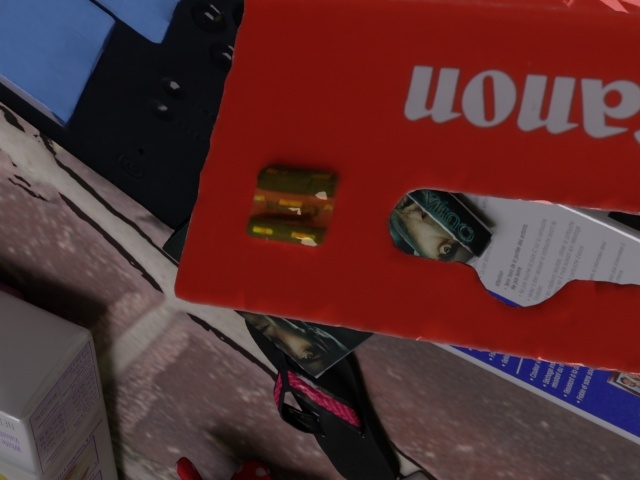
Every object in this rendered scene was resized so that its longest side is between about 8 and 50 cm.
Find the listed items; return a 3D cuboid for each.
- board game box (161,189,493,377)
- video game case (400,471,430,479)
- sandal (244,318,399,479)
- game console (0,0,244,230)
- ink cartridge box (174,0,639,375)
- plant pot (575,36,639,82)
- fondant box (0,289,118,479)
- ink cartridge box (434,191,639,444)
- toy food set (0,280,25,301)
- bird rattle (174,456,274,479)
[{"bbox_3d":[0.000,0.000,1.085,0.126,0.026,0.186,41,142,-6],"label":"board game box"},{"bbox_3d":[0.078,0.241,1.394,0.143,0.019,0.157,43,142,-9],"label":"video game case"},{"bbox_3d":[0.001,0.114,1.298,0.067,0.040,0.179,-2,129,39],"label":"sandal"},{"bbox_3d":[-0.176,-0.191,1.094,0.386,0.060,0.342,37,142,-1],"label":"game console"},{"bbox_3d":[0.089,-0.153,0.693,0.308,0.385,0.091,8,171,31],"label":"ink cartridge box"},{"bbox_3d":[0.211,-0.093,0.808,0.205,0.205,0.188,5,149,33],"label":"plant pot"},{"bbox_3d":[-0.286,0.151,1.494,0.238,0.096,0.330,22,147,17],"label":"fondant box"},{"bbox_3d":[0.157,0.028,1.069,0.332,0.065,0.165,25,142,11],"label":"ink cartridge box"},{"bbox_3d":[-0.243,0.060,1.444,0.078,0.019,0.122,-2,129,39],"label":"toy food set"},{"bbox_3d":[-0.080,0.281,1.440,0.207,0.143,0.253,-2,114,54],"label":"bird rattle"}]
